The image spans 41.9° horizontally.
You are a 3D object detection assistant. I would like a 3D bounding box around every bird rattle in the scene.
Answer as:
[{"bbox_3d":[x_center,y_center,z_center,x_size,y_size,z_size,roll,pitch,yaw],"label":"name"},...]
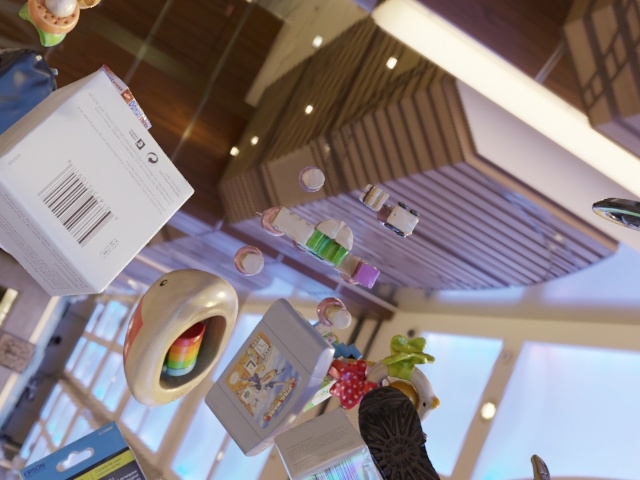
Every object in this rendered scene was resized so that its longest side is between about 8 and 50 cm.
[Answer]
[{"bbox_3d":[0.158,0.341,1.921,0.253,0.207,0.143,-37,173,19],"label":"bird rattle"}]

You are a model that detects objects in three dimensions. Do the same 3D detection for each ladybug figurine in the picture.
[{"bbox_3d":[-0.361,0.233,2.057,0.305,0.162,0.449,-21,146,-43],"label":"ladybug figurine"}]

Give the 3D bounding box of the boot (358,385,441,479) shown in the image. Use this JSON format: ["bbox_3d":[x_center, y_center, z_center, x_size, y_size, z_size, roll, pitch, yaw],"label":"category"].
[{"bbox_3d":[0.178,0.519,1.829,0.260,0.131,0.347,81,-8,-53],"label":"boot"}]

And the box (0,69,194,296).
[{"bbox_3d":[-0.275,-0.060,0.941,0.119,0.181,0.182,-6,-142,45],"label":"box"}]

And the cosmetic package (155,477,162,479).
[{"bbox_3d":[-0.347,0.553,1.760,0.041,0.060,0.115,-28,159,-37],"label":"cosmetic package"}]

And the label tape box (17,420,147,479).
[{"bbox_3d":[-0.519,0.642,1.967,0.249,0.347,0.115,-26,167,-24],"label":"label tape box"}]

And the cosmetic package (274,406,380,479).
[{"bbox_3d":[0.019,0.443,1.598,0.151,0.151,0.184,-22,-164,-8],"label":"cosmetic package"}]

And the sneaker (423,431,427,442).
[{"bbox_3d":[0.245,0.509,2.133,0.158,0.065,0.061,-96,-174,-53],"label":"sneaker"}]

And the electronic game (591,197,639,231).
[{"bbox_3d":[0.742,-0.047,1.931,0.048,0.229,0.229,-70,-162,-3],"label":"electronic game"}]

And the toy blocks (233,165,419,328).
[{"bbox_3d":[0.000,0.000,1.847,0.308,0.289,0.260,-57,-171,-3],"label":"toy blocks"}]

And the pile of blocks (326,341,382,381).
[{"bbox_3d":[0.006,0.319,2.226,0.112,0.362,0.148,85,6,-78],"label":"pile of blocks"}]

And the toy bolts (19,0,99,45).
[{"bbox_3d":[-0.551,-0.555,1.716,0.218,0.228,0.158,-49,-161,-30],"label":"toy bolts"}]

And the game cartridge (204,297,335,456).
[{"bbox_3d":[-0.106,0.293,1.746,0.297,0.062,0.198,-54,-130,11],"label":"game cartridge"}]

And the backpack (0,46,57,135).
[{"bbox_3d":[-0.650,-0.261,1.654,0.290,0.273,0.355,-39,-141,-9],"label":"backpack"}]

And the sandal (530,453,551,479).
[{"bbox_3d":[0.502,0.573,1.916,0.049,0.072,0.180,-33,-149,23],"label":"sandal"}]

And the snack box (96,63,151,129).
[{"bbox_3d":[-0.358,-0.258,1.534,0.022,0.064,0.178,-43,168,-8],"label":"snack box"}]

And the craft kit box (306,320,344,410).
[{"bbox_3d":[-0.034,0.383,2.539,0.250,0.061,0.246,-31,-142,-3],"label":"craft kit box"}]
